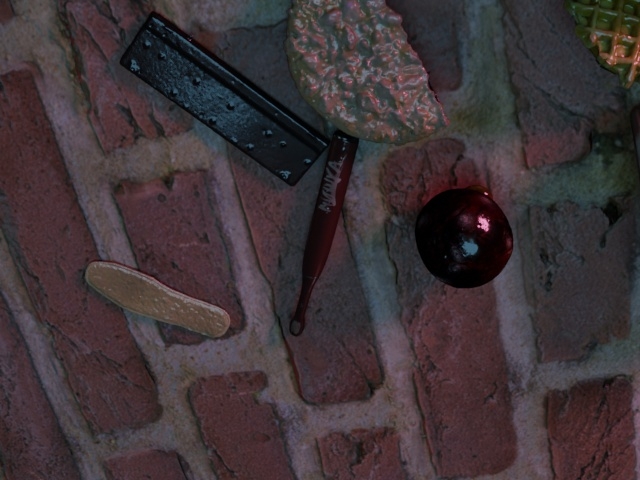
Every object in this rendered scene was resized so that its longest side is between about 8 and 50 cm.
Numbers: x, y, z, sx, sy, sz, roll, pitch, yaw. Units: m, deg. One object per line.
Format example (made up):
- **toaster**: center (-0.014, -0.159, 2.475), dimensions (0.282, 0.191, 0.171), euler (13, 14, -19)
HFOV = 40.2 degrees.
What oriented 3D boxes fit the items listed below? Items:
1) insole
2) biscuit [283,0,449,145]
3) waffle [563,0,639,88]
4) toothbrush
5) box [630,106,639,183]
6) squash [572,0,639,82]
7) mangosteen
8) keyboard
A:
- **insole**: center (-0.265, 0.098, 1.425), dimensions (0.248, 0.011, 0.081), euler (22, 118, -8)
- **biscuit**: center (0.043, -0.245, 1.172), dimensions (0.179, 0.084, 0.281), euler (-22, 113, 21)
- **waffle**: center (0.396, -0.285, 1.088), dimensions (0.169, 0.036, 0.183), euler (-27, 83, -7)
- **toothbrush**: center (0.000, 0.000, 1.334), dimensions (0.041, 0.041, 0.364), euler (13, 119, -3)
- **box**: center (0.535, -0.062, 1.191), dimensions (0.182, 0.175, 0.312), euler (-9, 118, 19)
- **squash**: center (0.385, -0.264, 1.142), dimensions (0.200, 0.090, 0.075), euler (39, 147, -2)
- **mangosteen**: center (0.214, -0.008, 1.264), dimensions (0.152, 0.152, 0.152), euler (2, 119, 3)
- **keyboard**: center (-0.132, -0.198, 1.246), dimensions (0.309, 0.018, 0.101), euler (35, 117, -14)
